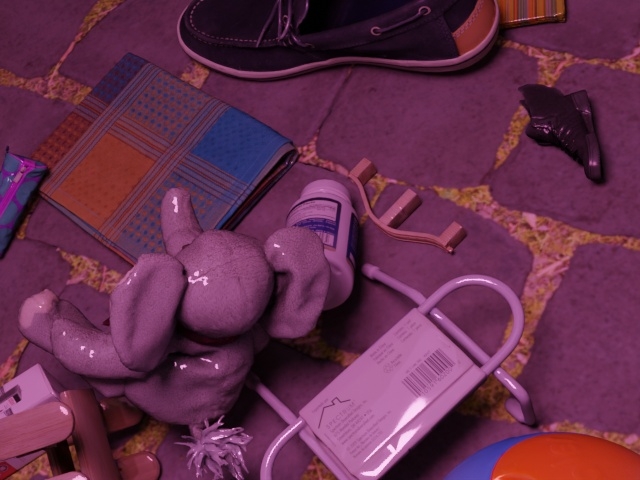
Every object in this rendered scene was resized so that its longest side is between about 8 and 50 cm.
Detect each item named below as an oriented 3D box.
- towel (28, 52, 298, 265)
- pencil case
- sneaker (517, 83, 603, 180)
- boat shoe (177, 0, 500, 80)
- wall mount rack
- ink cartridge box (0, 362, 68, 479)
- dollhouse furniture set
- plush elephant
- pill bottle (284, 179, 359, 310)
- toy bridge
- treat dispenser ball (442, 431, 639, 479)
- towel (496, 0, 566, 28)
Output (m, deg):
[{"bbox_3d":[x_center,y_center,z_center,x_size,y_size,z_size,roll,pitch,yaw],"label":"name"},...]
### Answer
[{"bbox_3d":[-0.240,-0.109,1.584,0.370,0.040,0.271,31,73,34],"label":"towel"},{"bbox_3d":[-0.451,-0.053,1.581,0.064,0.070,0.151,27,90,-13],"label":"pencil case"},{"bbox_3d":[0.302,-0.136,1.403,0.089,0.051,0.170,-11,51,13],"label":"sneaker"},{"bbox_3d":[0.001,-0.330,1.555,0.500,0.156,0.186,6,64,30],"label":"boat shoe"},{"bbox_3d":[0.060,0.161,1.257,0.350,0.130,0.304,-41,58,-9],"label":"wall mount rack"},{"bbox_3d":[-0.375,0.227,1.377,0.135,0.099,0.056,-32,53,-4],"label":"ink cartridge box"},{"bbox_3d":[-0.218,0.276,1.230,0.161,0.212,0.242,-19,81,9],"label":"dollhouse furniture set"},{"bbox_3d":[-0.146,0.068,1.230,0.272,0.255,0.330,-3,36,-38],"label":"plush elephant"},{"bbox_3d":[0.000,0.000,1.376,0.094,0.094,0.169,-9,36,14],"label":"pill bottle"},{"bbox_3d":[0.102,-0.036,1.421,0.063,0.026,0.188,-45,56,-8],"label":"toy bridge"},{"bbox_3d":[0.216,0.317,0.996,0.288,0.288,0.288,-9,56,14],"label":"treat dispenser ball"},{"bbox_3d":[0.226,-0.331,1.572,0.237,0.021,0.102,-6,52,17],"label":"towel"}]
